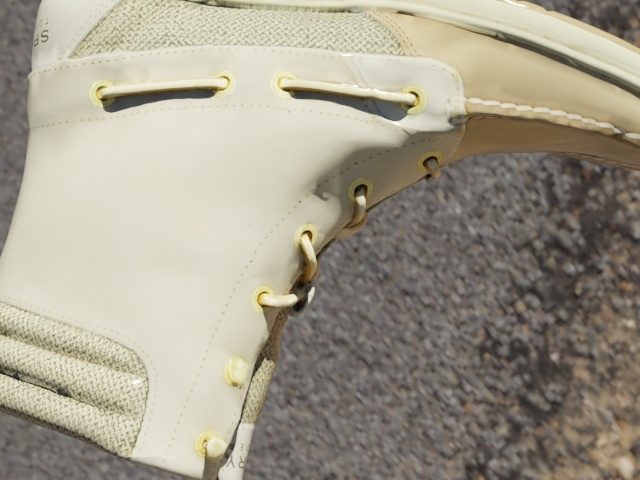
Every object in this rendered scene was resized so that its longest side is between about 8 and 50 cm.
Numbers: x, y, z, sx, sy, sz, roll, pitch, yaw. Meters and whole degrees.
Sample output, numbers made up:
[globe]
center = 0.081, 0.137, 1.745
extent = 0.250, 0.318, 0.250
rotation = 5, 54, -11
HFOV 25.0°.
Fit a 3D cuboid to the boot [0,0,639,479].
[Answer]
[boot]
center = 0.000, 0.000, 0.555
extent = 0.262, 0.095, 0.203
rotation = 12, 82, 4
